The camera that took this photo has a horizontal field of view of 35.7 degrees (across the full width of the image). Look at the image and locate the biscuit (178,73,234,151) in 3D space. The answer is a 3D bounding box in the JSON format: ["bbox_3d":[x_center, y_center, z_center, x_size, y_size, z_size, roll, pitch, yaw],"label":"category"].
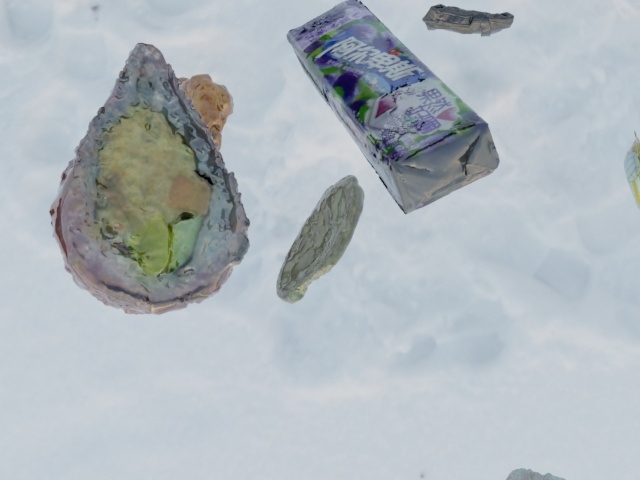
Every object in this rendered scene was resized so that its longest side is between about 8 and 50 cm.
[{"bbox_3d":[-0.275,-0.171,2.015,0.111,0.318,0.312,14,79,-27],"label":"biscuit"}]

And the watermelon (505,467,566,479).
[{"bbox_3d":[0.223,0.343,1.095,0.094,0.081,0.180,10,80,9],"label":"watermelon"}]

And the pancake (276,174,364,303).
[{"bbox_3d":[0.001,0.000,1.612,0.042,0.222,0.236,28,117,-15],"label":"pancake"}]

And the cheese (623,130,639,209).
[{"bbox_3d":[0.644,-0.086,1.931,0.069,0.270,0.177,-16,157,21],"label":"cheese"}]

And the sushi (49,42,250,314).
[{"bbox_3d":[-0.170,-0.046,0.886,0.161,0.107,0.241,-25,86,-16],"label":"sushi"}]

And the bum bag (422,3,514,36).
[{"bbox_3d":[0.202,-0.301,1.370,0.125,0.058,0.034,6,75,-4],"label":"bum bag"}]

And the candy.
[{"bbox_3d":[0.053,-0.132,0.886,0.088,0.312,0.061,-29,126,-1],"label":"candy"}]
